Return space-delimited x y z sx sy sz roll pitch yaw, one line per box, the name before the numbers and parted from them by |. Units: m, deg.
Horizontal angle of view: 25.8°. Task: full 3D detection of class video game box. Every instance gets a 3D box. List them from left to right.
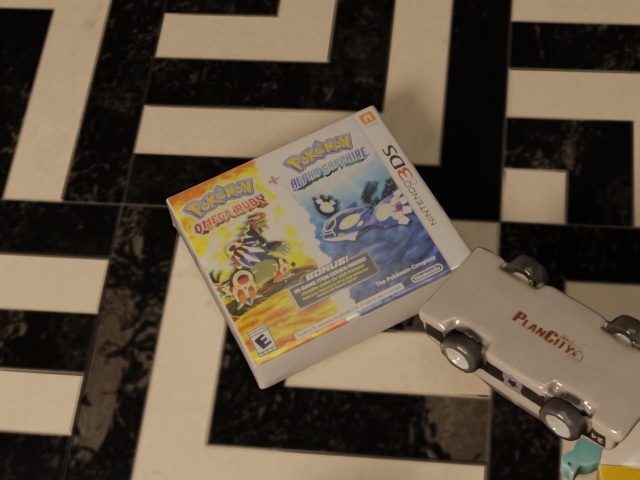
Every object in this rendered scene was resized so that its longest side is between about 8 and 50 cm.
video game box | 0.000 0.000 1.174 0.205 0.048 0.187 -26 57 -10

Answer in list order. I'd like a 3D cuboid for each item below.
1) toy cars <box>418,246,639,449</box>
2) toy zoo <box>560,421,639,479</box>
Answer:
toy cars | 0.273 0.083 1.039 0.393 0.087 0.176 -4 52 8
toy zoo | 0.326 0.180 1.037 0.293 0.030 0.192 2 59 8
